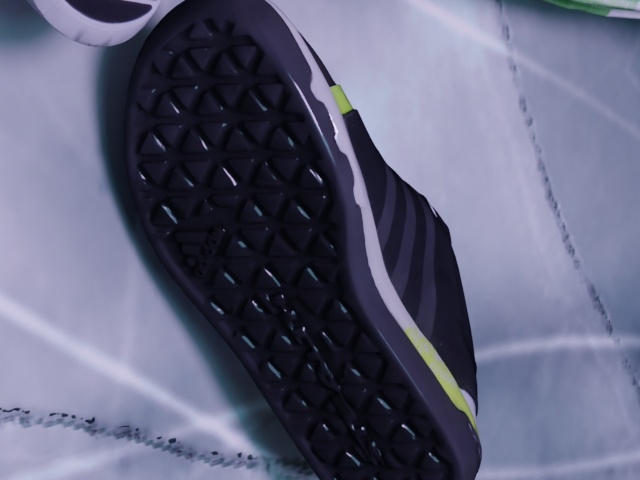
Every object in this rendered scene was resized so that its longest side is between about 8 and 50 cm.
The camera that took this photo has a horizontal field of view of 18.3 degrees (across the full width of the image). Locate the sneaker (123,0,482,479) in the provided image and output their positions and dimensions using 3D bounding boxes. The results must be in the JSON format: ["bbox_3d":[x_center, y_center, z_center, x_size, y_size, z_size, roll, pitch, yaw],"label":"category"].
[{"bbox_3d":[0.000,0.000,0.751,0.097,0.084,0.234,-68,141,-52],"label":"sneaker"}]

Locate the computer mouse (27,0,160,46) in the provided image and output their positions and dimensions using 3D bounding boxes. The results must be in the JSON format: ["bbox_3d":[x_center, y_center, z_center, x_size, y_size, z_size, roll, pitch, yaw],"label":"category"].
[{"bbox_3d":[-0.086,-0.159,0.653,0.106,0.042,0.193,6,84,-52],"label":"computer mouse"}]

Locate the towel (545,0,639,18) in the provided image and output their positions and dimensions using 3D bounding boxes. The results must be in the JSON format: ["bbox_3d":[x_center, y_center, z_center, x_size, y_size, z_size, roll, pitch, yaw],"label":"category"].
[{"bbox_3d":[0.199,-0.200,0.852,0.325,0.038,0.247,5,113,-36],"label":"towel"}]
